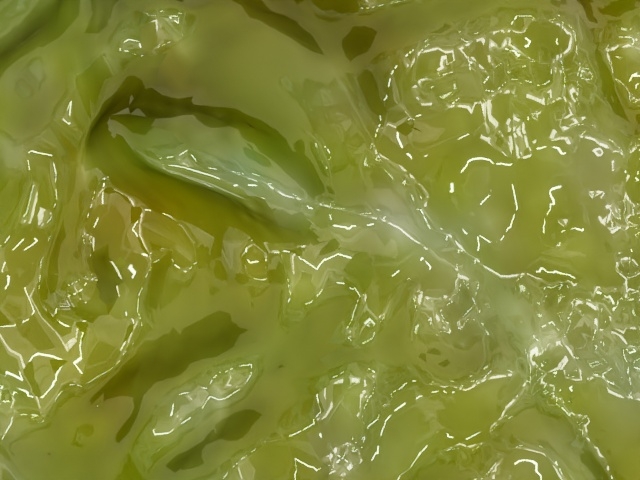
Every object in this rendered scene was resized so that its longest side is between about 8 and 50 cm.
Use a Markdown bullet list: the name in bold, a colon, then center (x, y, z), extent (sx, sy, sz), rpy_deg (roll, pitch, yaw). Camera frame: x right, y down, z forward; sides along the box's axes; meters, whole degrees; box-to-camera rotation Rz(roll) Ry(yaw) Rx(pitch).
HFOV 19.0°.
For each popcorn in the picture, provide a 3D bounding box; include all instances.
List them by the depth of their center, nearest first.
- **popcorn**: center (0.000, 0.000, 0.479), extent (0.237, 0.206, 0.251), rpy_deg (-27, -170, -13)
